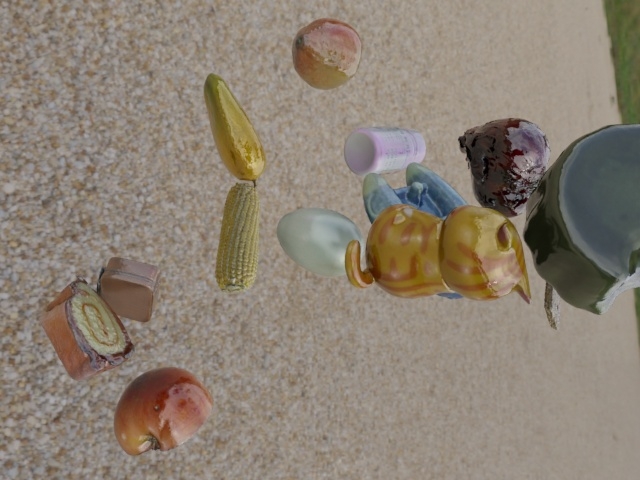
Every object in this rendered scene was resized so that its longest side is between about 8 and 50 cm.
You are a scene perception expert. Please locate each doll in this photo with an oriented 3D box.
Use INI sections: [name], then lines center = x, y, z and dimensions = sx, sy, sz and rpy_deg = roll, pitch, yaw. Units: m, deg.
[doll]
center = 0.197, 0.020, 0.996
dimensions = 0.167, 0.269, 0.162
rpy_deg = 55, 42, -35

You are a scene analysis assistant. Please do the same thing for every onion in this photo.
[onion]
center = 0.504, -0.196, 1.676
dimensions = 0.221, 0.281, 0.281
rpy_deg = -26, 110, -37

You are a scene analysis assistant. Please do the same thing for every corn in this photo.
[corn]
center = -0.271, -0.005, 2.062
dimensions = 0.144, 0.143, 0.387
rpy_deg = 42, 43, -52

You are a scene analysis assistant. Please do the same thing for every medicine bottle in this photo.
[medicine bottle]
center = 0.204, -0.281, 1.919
dimensions = 0.254, 0.152, 0.152
rpy_deg = -15, 98, -44

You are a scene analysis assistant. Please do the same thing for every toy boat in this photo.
[toy boat]
center = 0.233, -0.037, 1.257
dimensions = 0.215, 0.123, 0.330
rpy_deg = -13, 61, -30

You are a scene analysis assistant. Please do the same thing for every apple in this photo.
[apple]
center = -0.476, 0.471, 1.777
dimensions = 0.251, 0.292, 0.163
rpy_deg = -77, 144, -65

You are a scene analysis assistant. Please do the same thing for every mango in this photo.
[mango]
center = -0.230, -0.289, 1.634
dimensions = 0.176, 0.119, 0.317
rpy_deg = -124, -167, -70

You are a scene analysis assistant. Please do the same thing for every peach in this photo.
[peach]
center = 0.010, -0.565, 1.864
dimensions = 0.232, 0.232, 0.233
rpy_deg = 19, 69, -60

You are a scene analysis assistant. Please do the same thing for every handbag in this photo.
[handbag]
center = -0.486, 0.124, 1.561
dimensions = 0.193, 0.151, 0.072
rpy_deg = 119, -15, -52

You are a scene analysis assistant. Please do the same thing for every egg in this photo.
[egg]
center = 0.000, 0.000, 1.415
dimensions = 0.151, 0.209, 0.151
rpy_deg = -156, -90, -90

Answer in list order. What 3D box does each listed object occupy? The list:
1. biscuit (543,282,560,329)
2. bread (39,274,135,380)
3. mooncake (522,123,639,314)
[biscuit]
center = 0.575, 0.095, 1.519
dimensions = 0.131, 0.025, 0.231
rpy_deg = 52, 46, -47
[bread]
center = -0.555, 0.212, 1.458
dimensions = 0.244, 0.123, 0.190
rpy_deg = 59, 16, 13
[mooncake]
center = 0.548, -0.037, 1.124
dimensions = 0.187, 0.351, 0.351
rpy_deg = 89, 7, -69
